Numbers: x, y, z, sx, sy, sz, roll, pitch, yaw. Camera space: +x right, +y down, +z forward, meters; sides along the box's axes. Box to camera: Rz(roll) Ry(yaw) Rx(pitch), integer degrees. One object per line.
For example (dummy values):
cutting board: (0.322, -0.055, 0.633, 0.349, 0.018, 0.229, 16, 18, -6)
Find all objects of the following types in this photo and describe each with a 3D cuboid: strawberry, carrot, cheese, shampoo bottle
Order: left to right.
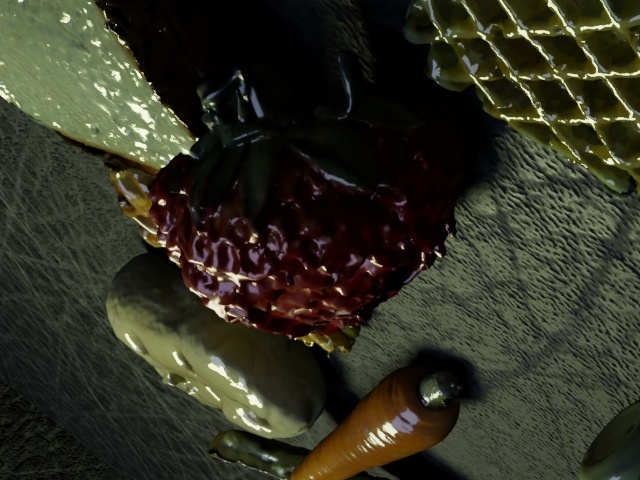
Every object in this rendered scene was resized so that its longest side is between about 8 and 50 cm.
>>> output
cheese: (-0.102, 0.108, 1.554, 0.263, 0.093, 0.159, 17, 152, 52)
strawberry: (0.000, 0.000, 0.920, 0.188, 0.106, 0.286, -8, 157, 10)
carrot: (0.042, 0.171, 1.358, 0.069, 0.069, 0.336, 42, 149, -1)
shampoo bottle: (0.242, 0.175, 0.995, 0.162, 0.079, 0.079, 43, 163, -3)

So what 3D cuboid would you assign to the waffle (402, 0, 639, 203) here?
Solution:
waffle: (0.109, -0.090, 0.712, 0.183, 0.036, 0.169, 35, 159, 14)

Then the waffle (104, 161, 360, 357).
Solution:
waffle: (-0.069, 0.003, 1.305, 0.238, 0.058, 0.243, 28, 161, 29)

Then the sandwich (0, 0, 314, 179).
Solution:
sandwich: (-0.151, -0.146, 1.030, 0.301, 0.099, 0.271, 22, 159, 41)

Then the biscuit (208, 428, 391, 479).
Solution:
biscuit: (0.032, 0.244, 1.579, 0.274, 0.036, 0.187, 18, 174, 13)
